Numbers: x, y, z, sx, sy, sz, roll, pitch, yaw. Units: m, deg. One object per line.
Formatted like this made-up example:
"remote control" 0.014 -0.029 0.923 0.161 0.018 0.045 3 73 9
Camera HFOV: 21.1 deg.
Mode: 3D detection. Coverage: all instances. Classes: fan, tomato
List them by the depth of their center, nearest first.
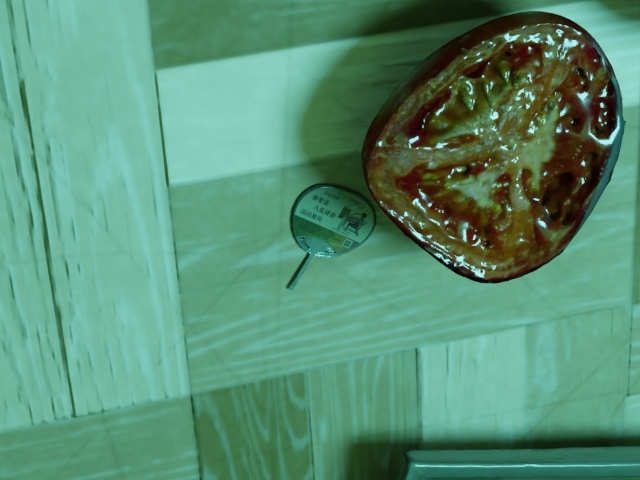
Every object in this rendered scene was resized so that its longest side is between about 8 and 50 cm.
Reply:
"tomato" 0.116 -0.072 1.115 0.166 0.082 0.174 37 107 -27
"fan" 0.009 -0.003 1.168 0.060 0.003 0.080 -4 120 -14

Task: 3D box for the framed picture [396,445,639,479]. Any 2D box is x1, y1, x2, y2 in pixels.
"framed picture" 0.168 0.338 1.379 0.326 0.028 0.446 3 123 -18
